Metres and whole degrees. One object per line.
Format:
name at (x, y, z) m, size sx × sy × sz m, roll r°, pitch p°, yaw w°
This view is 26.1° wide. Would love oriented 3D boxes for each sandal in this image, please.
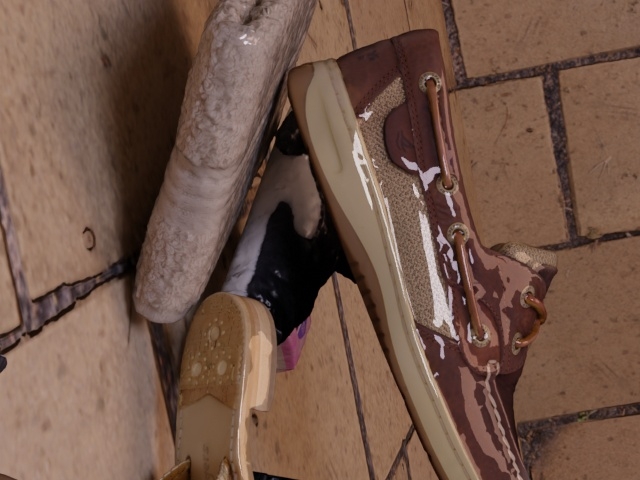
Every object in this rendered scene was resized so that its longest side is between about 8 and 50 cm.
sandal at (-0.075, 0.140, 0.730) m, size 0.079 × 0.088 × 0.240 m, roll 16°, pitch 67°, yaw -39°

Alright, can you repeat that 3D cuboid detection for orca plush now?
orca plush at (0.000, 0.000, 0.932) m, size 0.287 × 0.102 × 0.151 m, roll -72°, pitch 180°, yaw -64°

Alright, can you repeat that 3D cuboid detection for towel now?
towel at (-0.049, -0.094, 0.844) m, size 0.282 × 0.049 × 0.187 m, roll -72°, pitch 180°, yaw -61°

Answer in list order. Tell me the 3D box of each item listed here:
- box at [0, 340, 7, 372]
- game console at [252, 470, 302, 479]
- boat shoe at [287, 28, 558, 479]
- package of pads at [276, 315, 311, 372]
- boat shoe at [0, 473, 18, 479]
box at (-0.195, -0.055, 0.274) m, size 0.293 × 0.073 × 0.295 m, roll -42°, pitch 122°, yaw -67°
game console at (0.008, 0.201, 0.866) m, size 0.124 × 0.144 × 0.085 m, roll 80°, pitch 24°, yaw -46°
boat shoe at (0.091, 0.035, 0.856) m, size 0.123 × 0.123 × 0.342 m, roll -50°, pitch 119°, yaw -89°
package of pads at (-0.030, 0.059, 1.034) m, size 0.083 × 0.032 × 0.050 m, roll -68°, pitch 148°, yaw -66°
boat shoe at (-0.112, 0.171, 0.561) m, size 0.190 × 0.068 × 0.072 m, roll 57°, pitch 38°, yaw -39°
